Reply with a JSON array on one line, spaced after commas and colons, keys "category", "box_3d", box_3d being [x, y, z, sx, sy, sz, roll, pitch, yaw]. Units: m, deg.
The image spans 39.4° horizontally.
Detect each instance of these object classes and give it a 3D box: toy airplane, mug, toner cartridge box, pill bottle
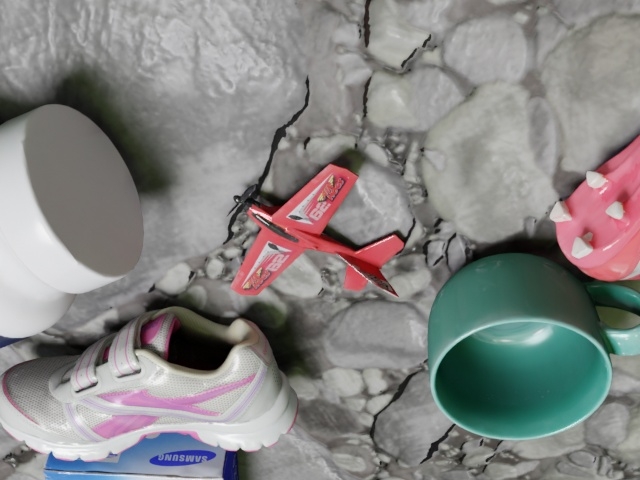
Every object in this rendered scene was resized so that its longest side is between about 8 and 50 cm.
[{"category": "toy airplane", "box_3d": [0.000, 0.000, 0.680, 0.151, 0.028, 0.151, 3, 129, 3]}, {"category": "mug", "box_3d": [0.160, 0.075, 0.683, 0.158, 0.097, 0.129, 8, 128, -3]}, {"category": "toner cartridge box", "box_3d": [-0.164, 0.319, 0.913, 0.165, 0.075, 0.348, 1, 128, 2]}, {"category": "pill bottle", "box_3d": [-0.267, 0.011, 0.633, 0.265, 0.153, 0.153, -22, 123, 19]}]

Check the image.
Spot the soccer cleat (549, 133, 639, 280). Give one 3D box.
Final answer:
[{"category": "soccer cleat", "box_3d": [0.263, -0.061, 0.591, 0.095, 0.083, 0.248, 17, 128, -37]}]

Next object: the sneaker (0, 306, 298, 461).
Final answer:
[{"category": "sneaker", "box_3d": [-0.147, 0.106, 0.739, 0.252, 0.103, 0.111, -4, 124, 0]}]
